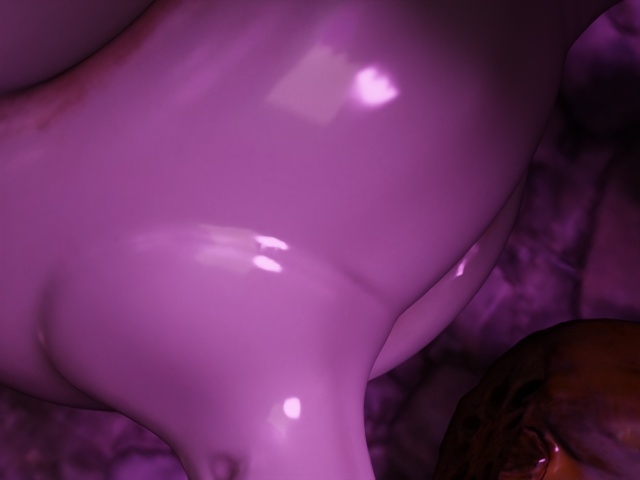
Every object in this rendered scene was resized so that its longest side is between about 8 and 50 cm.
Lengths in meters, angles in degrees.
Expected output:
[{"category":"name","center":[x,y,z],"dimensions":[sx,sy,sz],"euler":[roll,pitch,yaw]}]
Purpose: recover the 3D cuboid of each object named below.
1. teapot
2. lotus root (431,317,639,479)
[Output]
[{"category":"teapot","center":[-0.030,0.008,0.445],"dimensions":[0.149,0.220,0.318],"euler":[41,58,-37]},{"category":"lotus root","center":[0.139,0.111,0.495],"dimensions":[0.241,0.123,0.124],"euler":[31,90,-6]}]
